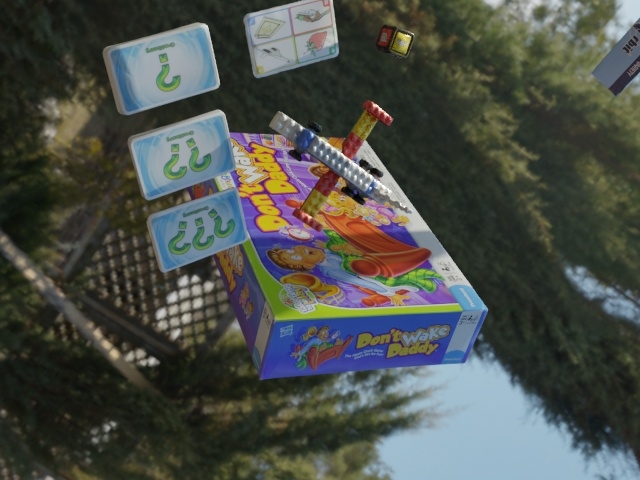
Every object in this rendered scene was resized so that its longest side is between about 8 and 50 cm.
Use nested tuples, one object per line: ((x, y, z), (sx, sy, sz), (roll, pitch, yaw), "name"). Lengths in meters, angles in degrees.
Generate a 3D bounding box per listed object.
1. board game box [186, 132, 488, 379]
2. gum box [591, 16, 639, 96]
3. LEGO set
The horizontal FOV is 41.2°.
((0.000, 0.000, 0.962), (0.347, 0.233, 0.078), (-119, -144, -47), "board game box")
((0.378, -0.248, 0.868), (0.184, 0.041, 0.157), (-42, 172, -22), "gum box")
((-0.023, -0.086, 0.657), (0.244, 0.182, 0.060), (-20, -152, -22), "LEGO set")
